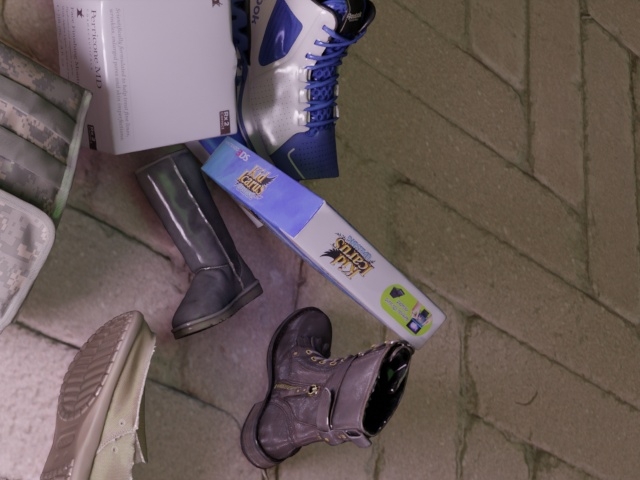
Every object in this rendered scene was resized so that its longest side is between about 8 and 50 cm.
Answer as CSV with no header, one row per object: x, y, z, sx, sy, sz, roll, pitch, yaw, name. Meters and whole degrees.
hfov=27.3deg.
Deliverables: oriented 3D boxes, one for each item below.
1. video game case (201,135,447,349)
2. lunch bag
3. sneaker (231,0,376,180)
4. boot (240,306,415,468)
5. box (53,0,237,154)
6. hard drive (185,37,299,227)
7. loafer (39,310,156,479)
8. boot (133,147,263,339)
0.000,0.000,1.605,0.061,0.269,0.244,-49,124,-3,video game case
-0.385,-0.064,1.327,0.235,0.169,0.287,30,58,-38,lunch bag
-0.016,-0.236,1.712,0.127,0.182,0.316,-15,93,-49,sneaker
0.027,0.163,1.594,0.091,0.229,0.263,41,46,-24,boot
-0.204,-0.207,1.554,0.181,0.119,0.181,-14,109,-38,box
-0.133,-0.199,1.760,0.319,0.040,0.210,50,42,-17,hard drive
-0.229,0.204,1.409,0.092,0.102,0.269,35,57,-32,loafer
-0.164,0.000,1.597,0.209,0.076,0.189,66,25,-8,boot
